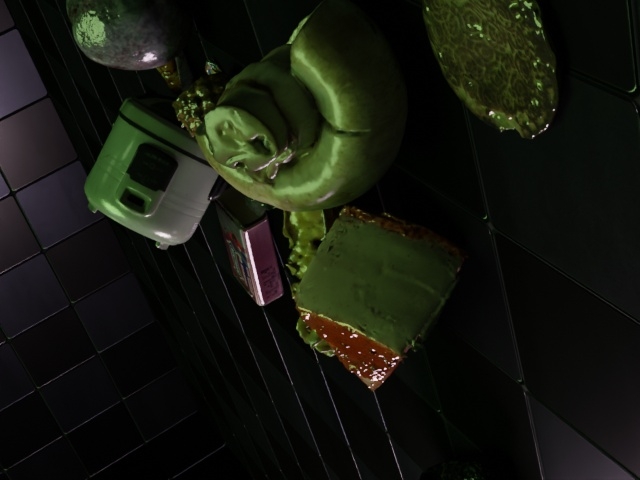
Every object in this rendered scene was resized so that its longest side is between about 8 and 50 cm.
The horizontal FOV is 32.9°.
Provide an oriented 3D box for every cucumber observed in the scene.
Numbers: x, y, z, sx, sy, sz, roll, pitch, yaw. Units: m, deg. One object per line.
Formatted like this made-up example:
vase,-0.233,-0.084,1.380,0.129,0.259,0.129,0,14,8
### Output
cucumber,0.210,0.354,1.587,0.072,0.072,0.300,57,164,7

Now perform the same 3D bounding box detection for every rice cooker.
rice cooker,-0.274,-0.126,1.877,0.226,0.244,0.226,30,-177,-1

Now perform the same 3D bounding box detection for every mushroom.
mushroom,-0.013,-0.120,1.153,0.189,0.195,0.253,43,131,-4

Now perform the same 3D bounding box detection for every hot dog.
hot dog,-0.269,-0.326,1.857,0.099,0.053,0.192,42,156,53

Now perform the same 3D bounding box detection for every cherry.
cherry,-0.292,-0.352,1.646,0.195,0.195,0.195,52,162,24

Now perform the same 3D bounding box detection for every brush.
brush,-0.135,-0.216,1.721,0.164,0.014,0.051,56,165,8

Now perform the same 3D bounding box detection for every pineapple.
pineapple,-0.121,-0.142,1.661,0.237,0.111,0.119,55,-171,-3

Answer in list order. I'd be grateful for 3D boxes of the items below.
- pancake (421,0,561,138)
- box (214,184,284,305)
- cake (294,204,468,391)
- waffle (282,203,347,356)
pancake,0.145,-0.174,0.944,0.199,0.021,0.199,52,162,24
box,-0.131,0.010,2.006,0.120,0.069,0.224,47,159,38
cake,0.055,0.076,1.323,0.159,0.158,0.262,30,160,4
waffle,0.001,-0.001,1.385,0.309,0.065,0.283,62,-155,-56
